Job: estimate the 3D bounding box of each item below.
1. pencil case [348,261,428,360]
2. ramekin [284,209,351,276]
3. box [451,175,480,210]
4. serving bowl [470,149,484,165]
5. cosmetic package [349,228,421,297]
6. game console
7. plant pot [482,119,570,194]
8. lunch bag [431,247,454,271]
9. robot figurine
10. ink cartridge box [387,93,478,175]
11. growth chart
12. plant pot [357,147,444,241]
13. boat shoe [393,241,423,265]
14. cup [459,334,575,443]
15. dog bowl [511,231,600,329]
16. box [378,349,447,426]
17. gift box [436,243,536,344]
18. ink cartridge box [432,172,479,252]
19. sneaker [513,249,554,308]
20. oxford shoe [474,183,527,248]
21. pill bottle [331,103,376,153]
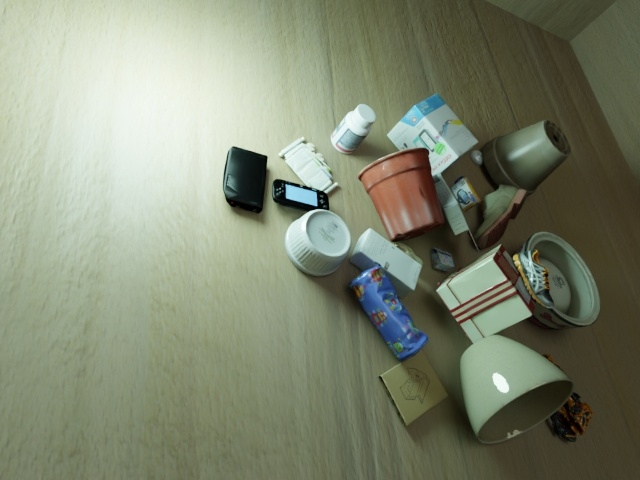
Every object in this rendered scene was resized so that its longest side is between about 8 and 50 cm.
[{"bbox_3d":[0.215,0.223,1.514,0.133,0.119,0.306,-22,76,-49],"label":"pencil case"},{"bbox_3d":[0.000,0.000,1.518,0.207,0.109,0.207,15,57,-23],"label":"ramekin"},{"bbox_3d":[0.606,-0.201,2.018,0.028,0.081,0.136,-17,73,-36],"label":"box"},{"bbox_3d":[0.739,-0.390,2.242,0.083,0.027,0.084,15,56,-23],"label":"serving bowl"},{"bbox_3d":[0.222,0.078,1.624,0.231,0.085,0.117,34,52,-9],"label":"cosmetic package"},{"bbox_3d":[-0.138,-0.174,1.564,0.360,0.044,0.213,13,57,-20],"label":"game console"},{"bbox_3d":[0.957,-0.392,2.195,0.322,0.280,0.324,17,57,-27],"label":"plant pot"},{"bbox_3d":[0.455,0.067,1.792,0.071,0.053,0.083,19,46,-23],"label":"lunch bag"},{"bbox_3d":[0.865,0.569,1.727,0.211,0.085,0.291,-33,83,-38],"label":"robot figurine"},{"bbox_3d":[0.463,-0.420,1.982,0.270,0.198,0.197,51,50,5],"label":"ink cartridge box"},{"bbox_3d":[-0.036,-0.256,1.700,0.172,0.021,0.237,-33,83,-40],"label":"growth chart"},{"bbox_3d":[0.301,-0.149,1.705,0.272,0.272,0.265,-11,78,-35],"label":"plant pot"},{"bbox_3d":[0.309,0.060,1.708,0.135,0.050,0.045,37,45,-7],"label":"boat shoe"},{"bbox_3d":[0.575,0.443,1.512,0.330,0.331,0.237,4,37,-29],"label":"cup"},{"bbox_3d":[0.931,0.177,1.954,0.407,0.150,0.409,15,56,-23],"label":"dog bowl"},{"bbox_3d":[0.288,0.453,1.488,0.201,0.021,0.165,-19,74,-36],"label":"box"},{"bbox_3d":[0.578,0.193,1.669,0.255,0.258,0.276,58,29,10],"label":"gift box"},{"bbox_3d":[0.502,-0.102,1.828,0.239,0.060,0.275,59,14,-27],"label":"ink cartridge box"},{"bbox_3d":[0.730,0.126,1.610,0.084,0.083,0.215,16,48,-49],"label":"sneaker"},{"bbox_3d":[0.731,-0.106,2.035,0.146,0.141,0.397,29,50,27],"label":"oxford shoe"},{"bbox_3d":[0.125,-0.416,1.787,0.107,0.180,0.108,14,57,-24],"label":"pill bottle"}]
